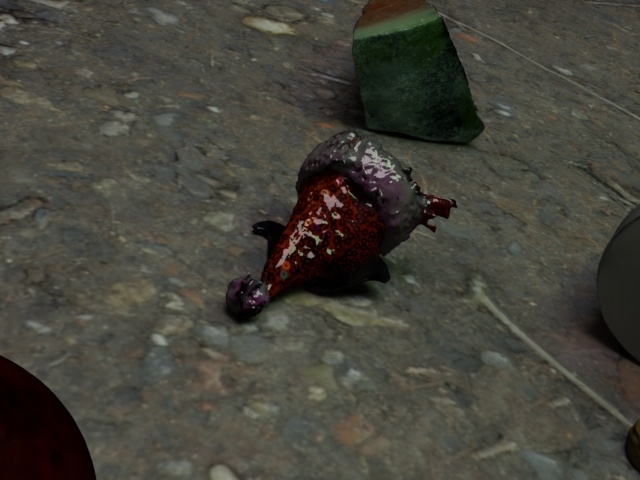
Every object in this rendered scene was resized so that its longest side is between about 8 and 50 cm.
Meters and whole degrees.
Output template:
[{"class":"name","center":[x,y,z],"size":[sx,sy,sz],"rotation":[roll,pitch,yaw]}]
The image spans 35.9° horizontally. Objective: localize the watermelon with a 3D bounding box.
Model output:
[{"class":"watermelon","center":[0.112,-0.240,1.269],"size":[0.140,0.193,0.256],"rotation":[-14,36,8]}]

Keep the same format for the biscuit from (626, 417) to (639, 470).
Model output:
[{"class":"biscuit","center":[0.341,0.204,0.766],"size":[0.181,0.049,0.208],"rotation":[12,30,-7]}]

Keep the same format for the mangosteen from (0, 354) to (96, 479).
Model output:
[{"class":"mangosteen","center":[-0.215,0.160,0.437],"size":[0.215,0.215,0.257],"rotation":[12,67,-9]}]

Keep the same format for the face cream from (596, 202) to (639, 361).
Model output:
[{"class":"face cream","center":[0.368,0.025,0.935],"size":[0.177,0.177,0.153],"rotation":[30,33,20]}]

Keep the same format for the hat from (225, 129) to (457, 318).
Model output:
[{"class":"hat","center":[0.002,0.003,0.884],"size":[0.140,0.129,0.227],"rotation":[41,53,6]}]
